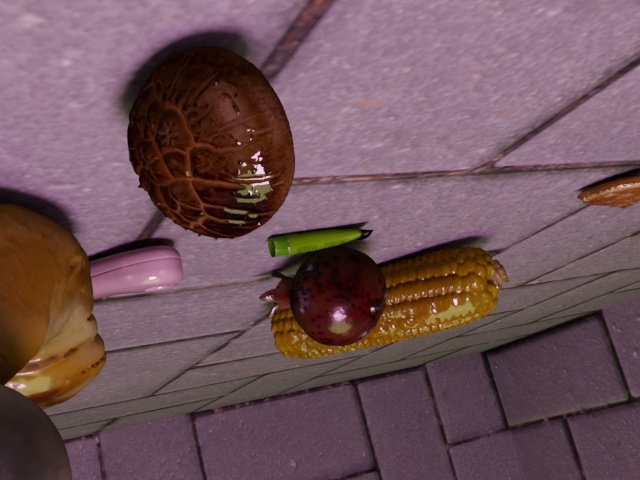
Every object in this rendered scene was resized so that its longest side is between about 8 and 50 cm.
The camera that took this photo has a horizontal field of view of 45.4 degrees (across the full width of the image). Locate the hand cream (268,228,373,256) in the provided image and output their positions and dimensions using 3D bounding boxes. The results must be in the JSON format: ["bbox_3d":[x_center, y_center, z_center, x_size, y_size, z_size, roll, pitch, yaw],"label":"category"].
[{"bbox_3d":[0.000,0.000,0.877,0.122,0.023,0.036,-8,173,-25],"label":"hand cream"}]

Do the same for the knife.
[{"bbox_3d":[-0.302,0.056,0.804,0.336,0.043,0.081,-11,172,12],"label":"knife"}]

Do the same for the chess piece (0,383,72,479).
[{"bbox_3d":[-0.284,0.200,0.482,0.330,0.182,0.182,-34,158,25],"label":"chess piece"}]

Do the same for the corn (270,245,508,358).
[{"bbox_3d":[0.097,0.097,1.135,0.364,0.120,0.120,-19,164,15],"label":"corn"}]

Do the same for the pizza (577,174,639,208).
[{"bbox_3d":[0.383,-0.068,1.000,0.099,0.029,0.100,-4,161,-8],"label":"pizza"}]

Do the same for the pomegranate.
[{"bbox_3d":[0.003,0.065,0.958,0.160,0.129,0.129,11,165,4],"label":"pomegranate"}]

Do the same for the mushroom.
[{"bbox_3d":[-0.069,-0.058,0.464,0.085,0.109,0.126,-1,144,-28],"label":"mushroom"}]

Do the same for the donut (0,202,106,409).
[{"bbox_3d":[-0.356,0.088,0.591,0.361,0.169,0.360,-14,163,-4],"label":"donut"}]
